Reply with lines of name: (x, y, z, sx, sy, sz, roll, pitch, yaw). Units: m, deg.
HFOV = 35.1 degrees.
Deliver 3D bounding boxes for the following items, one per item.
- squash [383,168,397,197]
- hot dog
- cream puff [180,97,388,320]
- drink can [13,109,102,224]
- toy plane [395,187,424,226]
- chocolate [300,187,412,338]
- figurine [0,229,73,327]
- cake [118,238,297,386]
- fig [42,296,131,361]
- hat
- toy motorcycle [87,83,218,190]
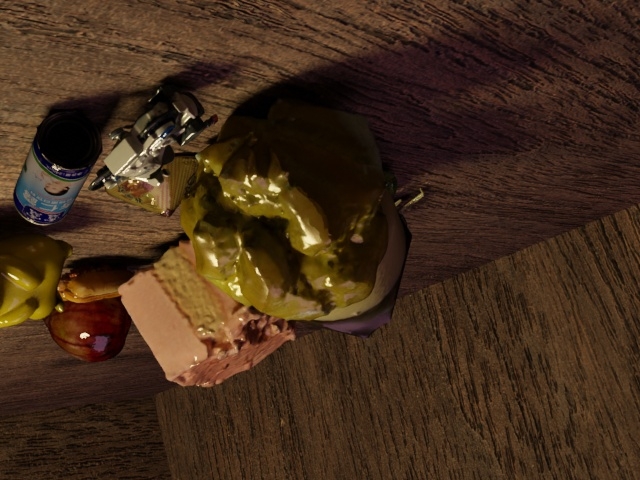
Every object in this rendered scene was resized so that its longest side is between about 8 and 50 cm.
squash: (0.125, -0.101, 2.202, 0.077, 0.068, 0.219, -31, 169, -13)
hot dog: (-0.494, 0.090, 2.232, 0.102, 0.076, 0.249, 9, -172, 29)
cream puff: (-0.069, -0.061, 1.626, 0.378, 0.378, 0.275, -20, 166, 17)
drink can: (-0.398, -0.105, 1.518, 0.097, 0.097, 0.235, -9, 166, -28)
toy plane: (0.155, -0.044, 2.437, 0.229, 0.092, 0.244, -31, 163, 1)
chocolate: (0.000, 0.000, 1.932, 0.314, 0.326, 0.297, 15, 175, 12)
figurine: (-0.595, 0.066, 1.772, 0.169, 0.218, 0.326, 25, -155, 28)
cake: (-0.239, 0.151, 2.262, 0.306, 0.293, 0.314, -32, 160, 1)
fig: (-0.572, 0.191, 2.372, 0.249, 0.186, 0.204, -2, -165, 3)
hat: (-0.280, -0.080, 1.792, 0.193, 0.082, 0.193, -16, 166, -4)
toy motorcycle: (-0.250, -0.147, 1.497, 0.221, 0.102, 0.150, -37, 179, 37)
